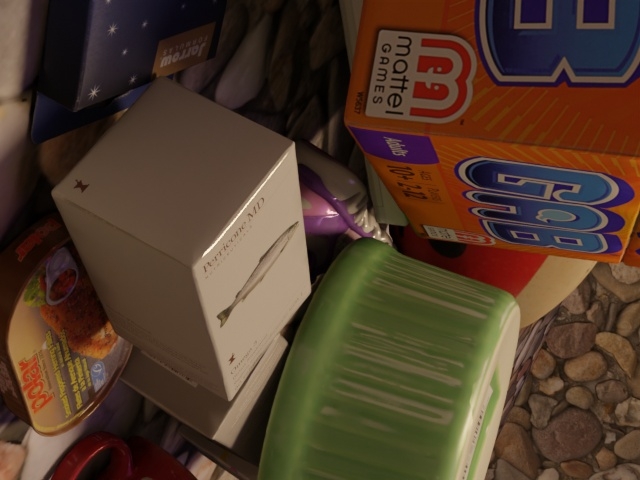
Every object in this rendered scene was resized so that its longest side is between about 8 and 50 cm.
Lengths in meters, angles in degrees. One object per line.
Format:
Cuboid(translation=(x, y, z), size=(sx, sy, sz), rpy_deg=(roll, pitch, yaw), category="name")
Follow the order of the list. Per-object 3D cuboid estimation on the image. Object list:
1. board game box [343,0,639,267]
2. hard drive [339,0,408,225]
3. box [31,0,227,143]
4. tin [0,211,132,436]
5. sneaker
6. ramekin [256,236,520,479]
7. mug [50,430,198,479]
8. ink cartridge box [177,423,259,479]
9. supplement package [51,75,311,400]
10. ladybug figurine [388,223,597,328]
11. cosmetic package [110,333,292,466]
Cuboid(translation=(0.247, -0.182, 0.764), size=(0.356, 0.357, 0.356), rpy_deg=(40, 58, -74), category="board game box")
Cuboid(translation=(0.066, -0.180, 0.864), size=(0.307, 0.040, 0.203), rpy_deg=(76, 26, -56), category="hard drive")
Cuboid(translation=(-0.098, -0.162, 0.619), size=(0.136, 0.037, 0.225), rpy_deg=(-35, 150, -51), category="box")
Cuboid(translation=(-0.177, 0.059, 0.729), size=(0.106, 0.040, 0.189), rpy_deg=(-52, 159, -35), category="tin")
Cuboid(translation=(0.000, 0.000, 1.016), size=(0.104, 0.095, 0.236), rpy_deg=(-52, 154, -9), category="sneaker")
Cuboid(translation=(0.070, 0.160, 0.938), size=(0.303, 0.148, 0.303), rpy_deg=(15, 90, -74), category="ramekin")
Cuboid(translation=(-0.191, 0.250, 0.904), size=(0.169, 0.150, 0.113), rpy_deg=(-45, -168, -28), category="mug")
Cuboid(translation=(-0.052, 0.202, 1.075), size=(0.090, 0.143, 0.092), rpy_deg=(-55, 160, -16), category="ink cartridge box")
Cuboid(translation=(-0.080, 0.004, 0.686), size=(0.105, 0.105, 0.179), rpy_deg=(-52, 159, -25), category="supplement package")
Cuboid(translation=(0.188, -0.120, 1.071), size=(0.162, 0.305, 0.449), rpy_deg=(19, 89, -31), category="ladybug figurine")
Cuboid(translation=(-0.081, 0.118, 0.914), size=(0.107, 0.127, 0.238), rpy_deg=(-59, 162, -9), category="cosmetic package")
